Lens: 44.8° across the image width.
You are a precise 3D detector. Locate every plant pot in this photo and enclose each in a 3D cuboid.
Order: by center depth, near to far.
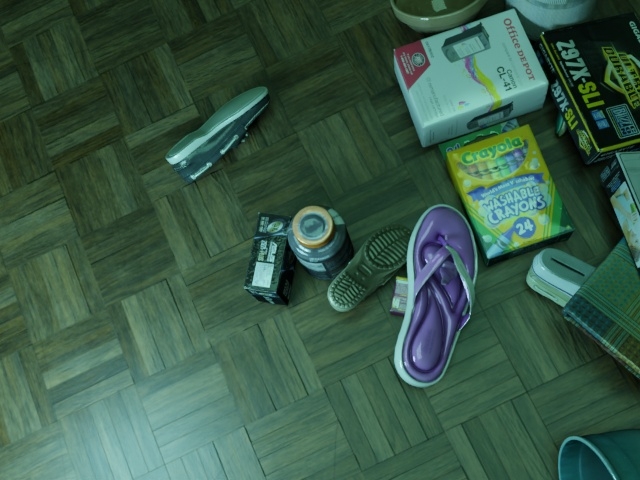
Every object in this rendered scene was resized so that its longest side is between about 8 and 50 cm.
[{"bbox_3d":[0.643,0.485,1.500,0.255,0.271,0.271,-11,73,-9],"label":"plant pot"},{"bbox_3d":[0.296,-0.572,1.897,0.237,0.110,0.237,-9,50,11],"label":"plant pot"}]

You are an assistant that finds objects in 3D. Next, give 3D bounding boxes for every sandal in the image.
[{"bbox_3d":[0.271,0.117,1.705,0.169,0.102,0.416,14,75,-13],"label":"sandal"}]

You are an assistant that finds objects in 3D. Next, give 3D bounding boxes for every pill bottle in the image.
[{"bbox_3d":[0.000,0.000,1.723,0.130,0.245,0.130,-2,74,7],"label":"pill bottle"}]

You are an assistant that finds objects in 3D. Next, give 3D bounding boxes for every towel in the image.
[{"bbox_3d":[0.706,0.124,1.630,0.271,0.040,0.370,42,61,16],"label":"towel"}]

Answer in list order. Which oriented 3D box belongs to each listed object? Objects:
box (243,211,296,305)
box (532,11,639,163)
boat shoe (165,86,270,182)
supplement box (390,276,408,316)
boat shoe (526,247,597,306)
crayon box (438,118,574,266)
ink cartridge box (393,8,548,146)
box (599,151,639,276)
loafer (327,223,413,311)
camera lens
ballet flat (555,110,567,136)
[{"bbox_3d":[-0.107,0.045,1.777,0.077,0.147,0.180,8,75,10],"label":"box"},{"bbox_3d":[0.668,-0.354,1.788,0.257,0.079,0.322,-16,72,-11],"label":"box"},{"bbox_3d":[-0.238,-0.263,1.916,0.302,0.091,0.114,-36,29,-2],"label":"boat shoe"},{"bbox_3d":[0.192,0.129,1.766,0.055,0.043,0.083,11,75,9],"label":"supplement box"},{"bbox_3d":[0.593,0.121,1.687,0.302,0.094,0.109,33,58,11],"label":"boat shoe"},{"bbox_3d":[0.420,-0.127,1.786,0.203,0.083,0.323,-19,72,2],"label":"crayon box"},{"bbox_3d":[0.350,-0.385,1.845,0.306,0.131,0.226,-19,72,4],"label":"ink cartridge box"},{"bbox_3d":[0.736,-0.052,1.666,0.169,0.087,0.290,-3,60,-11],"label":"box"},{"bbox_3d":[0.110,0.063,1.774,0.268,0.092,0.102,-40,84,-21],"label":"loafer"},{"bbox_3d":[0.545,-0.611,1.803,0.219,0.274,0.219,-3,72,8],"label":"camera lens"},{"bbox_3d":[0.593,-0.322,1.833,0.052,0.057,0.168,12,76,1],"label":"ballet flat"}]
